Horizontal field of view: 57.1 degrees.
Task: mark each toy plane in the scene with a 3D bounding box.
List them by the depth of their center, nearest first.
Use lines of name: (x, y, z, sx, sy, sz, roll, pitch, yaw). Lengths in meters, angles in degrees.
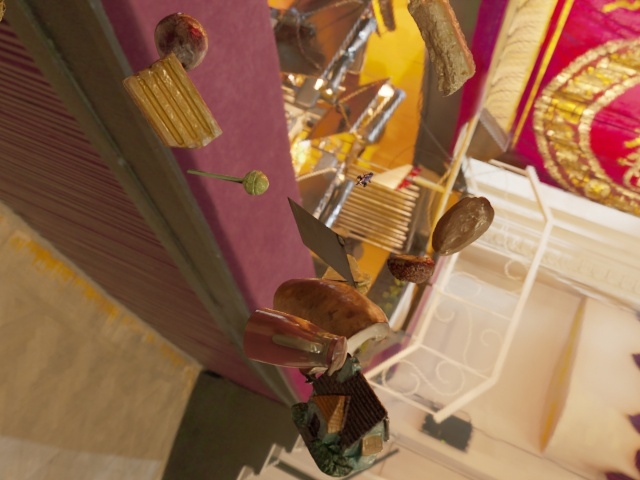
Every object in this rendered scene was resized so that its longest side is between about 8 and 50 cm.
toy plane: (0.173, -0.243, 2.327, 0.062, 0.054, 0.167, -38, 179, 30)

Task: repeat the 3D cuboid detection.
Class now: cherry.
cherry: (-0.478, -0.673, 2.021, 0.195, 0.195, 0.195, 22, 90, -76)

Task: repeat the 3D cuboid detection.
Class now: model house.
model house: (0.082, 0.511, 1.774, 0.230, 0.280, 0.248, -2, 127, -34)

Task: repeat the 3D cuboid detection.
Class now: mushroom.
mushroom: (0.012, 0.232, 2.003, 0.224, 0.397, 0.313, 13, 126, -47)

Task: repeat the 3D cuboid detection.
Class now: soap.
soap: (-0.365, -0.330, 1.465, 0.140, 0.073, 0.232, -37, 114, -14)

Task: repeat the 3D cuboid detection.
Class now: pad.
pad: (0.000, 0.000, 1.041, 0.004, 0.193, 0.116, -30, 126, -18)

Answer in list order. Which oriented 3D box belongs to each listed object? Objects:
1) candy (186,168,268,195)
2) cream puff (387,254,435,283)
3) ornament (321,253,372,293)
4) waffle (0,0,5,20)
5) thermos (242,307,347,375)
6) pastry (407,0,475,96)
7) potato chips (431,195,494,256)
candy: (-0.359, -0.238, 2.248, 0.092, 0.336, 0.092, -48, 146, -65)
cream puff: (0.275, 0.088, 1.799, 0.149, 0.149, 0.084, 4, 90, -76)
ornament: (0.083, 0.129, 2.219, 0.180, 0.201, 0.059, -10, 124, -23)
waffle: (-0.624, -0.463, 0.996, 0.316, 0.073, 0.297, -66, 171, 16)
thermos: (-0.065, 0.271, 1.553, 0.176, 0.265, 0.145, 27, 74, -61)
pastry: (0.299, -0.495, 1.442, 0.121, 0.089, 0.258, -44, 116, -47)
potato chips: (0.394, -0.033, 1.615, 0.202, 0.049, 0.150, -43, 129, 9)
